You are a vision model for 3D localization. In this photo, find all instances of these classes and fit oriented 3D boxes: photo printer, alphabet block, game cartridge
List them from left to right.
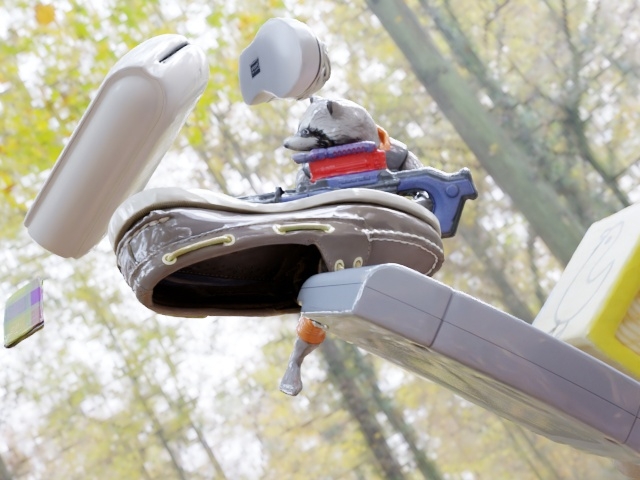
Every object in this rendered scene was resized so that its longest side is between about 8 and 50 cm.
[{"bbox_3d":[-0.267,-0.143,1.713,0.307,0.107,0.256,-55,3,20],"label":"photo printer"},{"bbox_3d":[0.139,0.100,1.006,0.062,0.297,0.198,-67,14,-14],"label":"game cartridge"},{"bbox_3d":[0.350,0.087,1.277,0.192,0.193,0.197,-58,4,-15],"label":"alphabet block"}]

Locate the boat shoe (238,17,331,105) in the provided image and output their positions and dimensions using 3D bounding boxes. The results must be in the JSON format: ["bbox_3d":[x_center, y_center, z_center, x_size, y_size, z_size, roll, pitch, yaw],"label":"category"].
[{"bbox_3d":[-0.030,-0.211,1.515,0.088,0.096,0.267,-8,-3,-17],"label":"boat shoe"}]

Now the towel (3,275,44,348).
[{"bbox_3d":[-0.340,0.084,1.431,0.060,0.083,0.009,-34,-50,14],"label":"towel"}]

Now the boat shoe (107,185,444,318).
[{"bbox_3d":[-0.023,0.019,1.113,0.324,0.096,0.116,3,-50,-28],"label":"boat shoe"}]

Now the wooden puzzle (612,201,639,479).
[{"bbox_3d":[0.483,0.112,1.508,0.348,0.322,0.080,1,4,-31],"label":"wooden puzzle"}]

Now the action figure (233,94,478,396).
[{"bbox_3d":[0.000,0.000,1.365,0.341,0.178,0.330,-1,-69,6],"label":"action figure"}]
